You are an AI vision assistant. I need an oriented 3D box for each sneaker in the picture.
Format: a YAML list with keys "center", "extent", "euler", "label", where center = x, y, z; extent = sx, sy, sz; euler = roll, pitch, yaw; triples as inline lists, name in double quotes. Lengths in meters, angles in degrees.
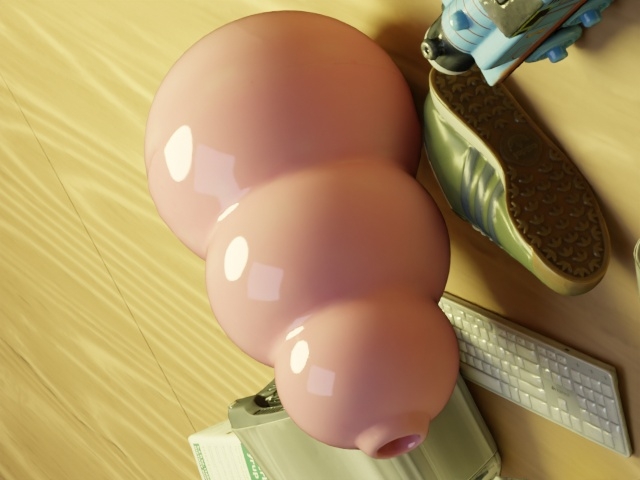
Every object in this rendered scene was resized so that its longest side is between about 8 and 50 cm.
- center: [0.129, -0.031, 1.289]
  extent: [0.192, 0.064, 0.086]
  euler: [58, 157, 23]
  label: "sneaker"

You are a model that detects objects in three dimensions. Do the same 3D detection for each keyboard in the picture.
- center: [0.141, 0.091, 1.407]
  extent: [0.256, 0.014, 0.072]
  euler: [24, 131, 54]
  label: "keyboard"

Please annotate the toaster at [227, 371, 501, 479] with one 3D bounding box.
- center: [0.043, 0.153, 1.489]
  extent: [0.227, 0.129, 0.146]
  euler: [-21, 103, 49]
  label: "toaster"

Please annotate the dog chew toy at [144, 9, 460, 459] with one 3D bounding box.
- center: [0.000, 0.000, 1.347]
  extent: [0.207, 0.206, 0.332]
  euler: [114, 140, -55]
  label: "dog chew toy"

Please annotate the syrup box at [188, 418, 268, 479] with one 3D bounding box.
- center: [-0.023, 0.202, 1.706]
  extent: [0.237, 0.096, 0.093]
  euler: [-12, 99, 64]
  label: "syrup box"

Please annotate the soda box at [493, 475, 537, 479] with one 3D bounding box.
- center: [0.111, 0.315, 1.389]
  extent: [0.098, 0.091, 0.286]
  euler: [42, 109, 39]
  label: "soda box"

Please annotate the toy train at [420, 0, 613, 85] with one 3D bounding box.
- center: [0.126, -0.155, 1.145]
  extent: [0.080, 0.105, 0.184]
  euler: [64, 153, 8]
  label: "toy train"

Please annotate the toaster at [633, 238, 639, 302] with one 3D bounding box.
- center: [0.260, 0.074, 1.028]
  extent: [0.186, 0.110, 0.168]
  euler: [46, 162, 39]
  label: "toaster"
